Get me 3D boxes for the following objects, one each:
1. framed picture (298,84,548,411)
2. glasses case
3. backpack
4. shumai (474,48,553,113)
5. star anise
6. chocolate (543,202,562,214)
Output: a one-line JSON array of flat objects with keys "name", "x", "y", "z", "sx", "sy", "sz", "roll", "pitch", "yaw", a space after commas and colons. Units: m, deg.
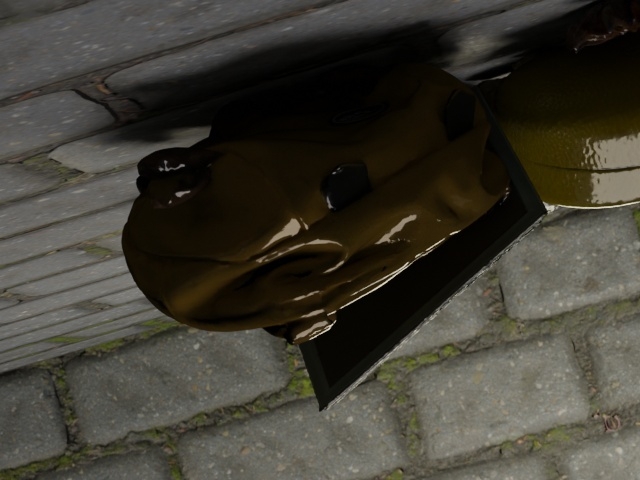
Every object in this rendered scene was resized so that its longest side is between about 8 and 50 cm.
[{"name": "framed picture", "x": 0.082, "y": 0.006, "z": 1.793, "sx": 0.293, "sy": 0.231, "sz": 0.018, "roll": -42, "pitch": 125, "yaw": 17}, {"name": "glasses case", "x": 0.358, "y": -0.150, "z": 1.815, "sx": 0.371, "sy": 0.173, "sz": 0.141, "roll": -19, "pitch": 132, "yaw": -11}, {"name": "backpack", "x": -0.029, "y": -0.039, "z": 1.697, "sx": 0.353, "sy": 0.201, "sz": 0.378, "roll": -31, "pitch": -167, "yaw": -40}, {"name": "shumai", "x": 0.245, "y": -0.156, "z": 1.945, "sx": 0.105, "sy": 0.139, "sz": 0.123, "roll": -53, "pitch": -172, "yaw": 26}, {"name": "star anise", "x": 0.287, "y": -0.210, "z": 1.709, "sx": 0.141, "sy": 0.042, "sz": 0.141, "roll": -18, "pitch": -175, "yaw": 2}, {"name": "chocolate", "x": 0.360, "y": -0.098, "z": 2.644, "sx": 0.248, "sy": 0.110, "sz": 0.110, "roll": -14, "pitch": 174, "yaw": -17}]
